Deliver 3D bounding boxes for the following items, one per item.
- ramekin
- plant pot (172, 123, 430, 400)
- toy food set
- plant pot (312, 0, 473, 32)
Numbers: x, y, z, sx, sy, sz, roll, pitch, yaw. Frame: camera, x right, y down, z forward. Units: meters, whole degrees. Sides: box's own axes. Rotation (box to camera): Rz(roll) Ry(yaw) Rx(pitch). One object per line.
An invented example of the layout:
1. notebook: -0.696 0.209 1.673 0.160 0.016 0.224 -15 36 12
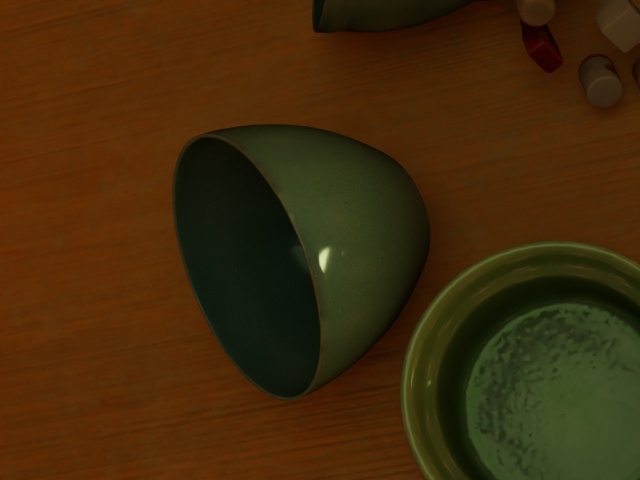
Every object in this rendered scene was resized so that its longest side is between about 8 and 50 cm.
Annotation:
1. ramekin: 0.243 0.161 1.653 0.303 0.148 0.303 -4 76 16
2. plant pot: 0.000 0.000 1.719 0.195 0.290 0.290 -20 69 -27
3. toy food set: 0.274 -0.239 1.739 0.111 0.232 0.104 -41 29 22
4. plant pot: 0.108 -0.358 1.762 0.196 0.293 0.293 7 79 -6
